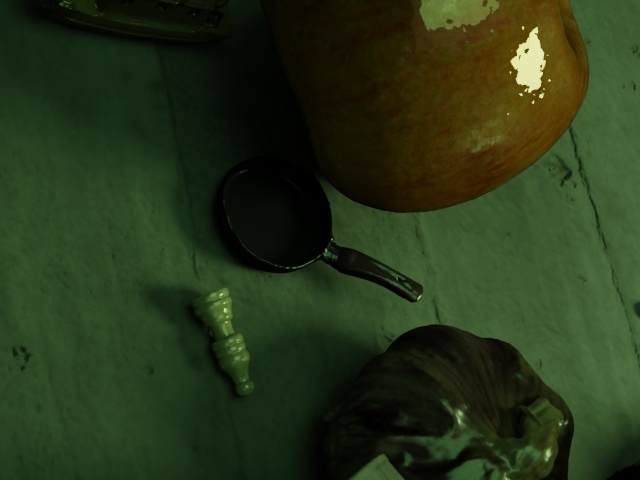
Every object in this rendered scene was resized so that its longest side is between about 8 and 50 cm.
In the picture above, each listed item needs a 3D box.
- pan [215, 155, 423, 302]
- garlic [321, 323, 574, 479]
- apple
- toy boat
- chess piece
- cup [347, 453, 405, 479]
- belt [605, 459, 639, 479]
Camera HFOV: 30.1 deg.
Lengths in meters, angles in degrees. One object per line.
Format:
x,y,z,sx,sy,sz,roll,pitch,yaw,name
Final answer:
-0.001,0.002,1.093,0.212,0.040,0.115,31,56,-9,pan
0.124,0.190,1.018,0.245,0.160,0.244,8,75,-29,garlic
0.098,-0.174,1.067,0.275,0.299,0.299,-17,76,5,apple
-0.166,-0.219,1.064,0.201,0.077,0.057,4,69,-30,toy boat
-0.079,0.089,1.016,0.035,0.035,0.092,-18,84,-36,chess piece
0.030,0.338,0.835,0.273,0.208,0.288,44,65,11,cup
0.347,0.270,1.045,0.164,0.289,0.184,51,30,-3,belt
